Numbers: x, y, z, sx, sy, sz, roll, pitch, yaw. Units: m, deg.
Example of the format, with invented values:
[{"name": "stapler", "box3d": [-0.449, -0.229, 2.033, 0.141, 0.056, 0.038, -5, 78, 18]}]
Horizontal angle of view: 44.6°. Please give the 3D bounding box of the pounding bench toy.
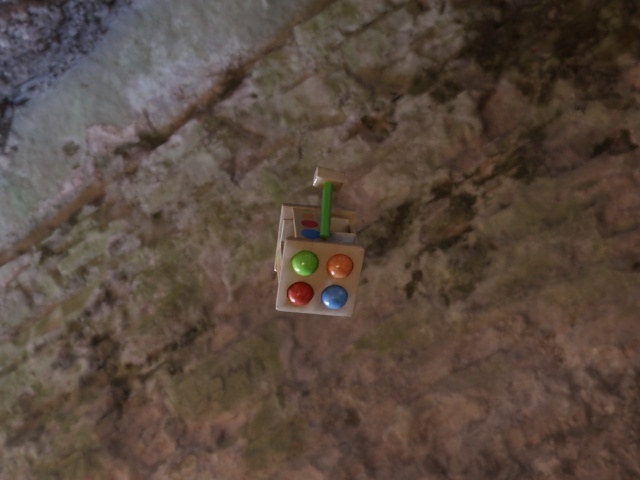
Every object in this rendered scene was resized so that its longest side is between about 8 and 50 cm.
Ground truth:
[{"name": "pounding bench toy", "box3d": [0.000, 0.000, 0.517, 0.052, 0.083, 0.065, 5, -154, -7]}]
